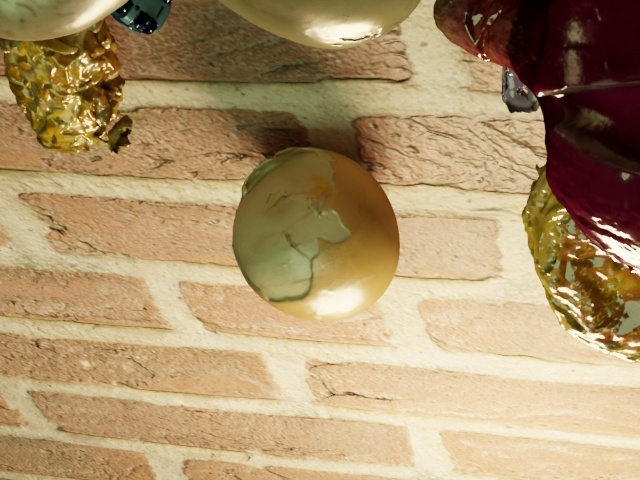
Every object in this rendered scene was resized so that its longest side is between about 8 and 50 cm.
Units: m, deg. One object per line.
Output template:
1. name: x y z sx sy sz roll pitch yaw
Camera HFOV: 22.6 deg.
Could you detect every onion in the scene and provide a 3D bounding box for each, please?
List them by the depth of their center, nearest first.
1. onion: 0.295 -0.164 1.417 0.420 0.398 0.398 10 153 42

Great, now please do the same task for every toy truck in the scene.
1. toy truck: -0.225 -0.278 1.730 0.136 0.063 0.074 41 159 -31

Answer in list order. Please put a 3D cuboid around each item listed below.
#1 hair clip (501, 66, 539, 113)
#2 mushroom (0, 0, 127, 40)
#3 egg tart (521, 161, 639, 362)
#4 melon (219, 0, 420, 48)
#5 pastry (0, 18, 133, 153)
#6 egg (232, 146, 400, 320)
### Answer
1. hair clip: 0.196 -0.255 1.580 0.137 0.090 0.278 16 143 22
2. mushroom: -0.270 -0.314 1.582 0.243 0.243 0.243 10 148 6
3. egg tart: 0.399 0.003 1.802 0.351 0.153 0.339 8 136 5
4. melon: -0.025 -0.305 1.451 0.317 0.223 0.223 33 144 -28
5. pastry: -0.288 -0.187 1.851 0.154 0.102 0.250 9 148 16
6. egg: 0.000 0.000 1.944 0.201 0.201 0.244 -3 156 26
